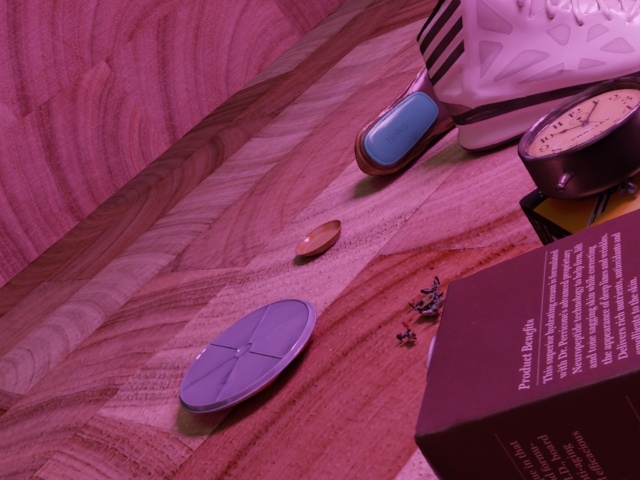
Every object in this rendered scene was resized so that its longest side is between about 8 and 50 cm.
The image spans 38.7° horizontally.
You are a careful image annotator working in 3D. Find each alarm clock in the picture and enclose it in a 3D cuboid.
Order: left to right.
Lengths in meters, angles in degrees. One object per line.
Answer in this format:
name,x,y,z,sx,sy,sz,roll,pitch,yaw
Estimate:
alarm clock,0.250,-0.098,0.846,0.129,0.064,0.192,-31,21,13

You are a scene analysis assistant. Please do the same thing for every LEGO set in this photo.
LEGO set,0.113,0.078,0.980,0.083,0.023,0.054,-52,20,-9

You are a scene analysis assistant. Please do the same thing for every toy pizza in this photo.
toy pizza,-0.086,0.146,1.122,0.201,0.032,0.201,-30,20,12

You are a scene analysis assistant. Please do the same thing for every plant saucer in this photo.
plant saucer,0.000,0.000,1.355,0.083,0.015,0.083,-31,19,12

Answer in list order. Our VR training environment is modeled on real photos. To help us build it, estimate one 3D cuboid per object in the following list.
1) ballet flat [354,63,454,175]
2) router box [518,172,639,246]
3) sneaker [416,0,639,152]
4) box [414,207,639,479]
ballet flat,0.181,-0.218,1.476,0.342,0.116,0.124,-44,1,-14
router box,0.361,-0.064,0.803,0.308,0.081,0.243,-35,19,-1
sneaker,0.314,-0.298,1.174,0.447,0.257,0.169,-20,23,35
box,0.194,0.098,0.561,0.203,0.167,0.168,-24,22,29
